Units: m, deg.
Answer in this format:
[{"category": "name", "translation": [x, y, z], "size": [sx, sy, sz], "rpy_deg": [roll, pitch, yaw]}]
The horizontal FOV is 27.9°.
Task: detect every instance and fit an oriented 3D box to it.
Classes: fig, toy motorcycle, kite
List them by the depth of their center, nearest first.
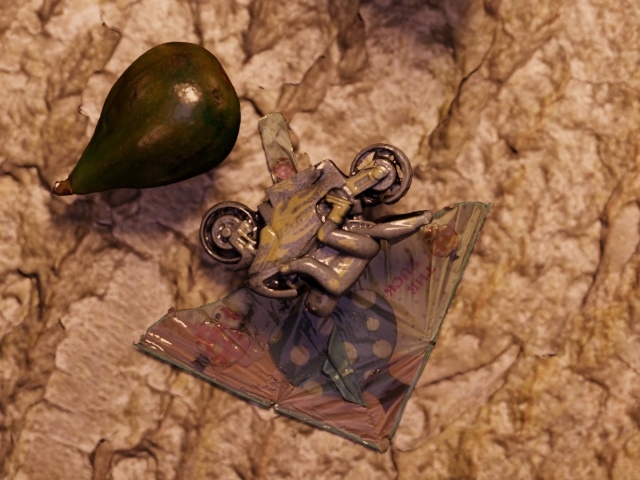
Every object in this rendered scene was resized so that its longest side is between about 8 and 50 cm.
[{"category": "fig", "translation": [-0.144, -0.084, 1.068], "size": [0.177, 0.117, 0.117], "rpy_deg": [-41, 95, 19]}, {"category": "toy motorcycle", "translation": [0.000, 0.000, 1.084], "size": [0.193, 0.061, 0.124], "rpy_deg": [-21, 88, 7]}, {"category": "kite", "translation": [-0.003, 0.042, 1.124], "size": [0.335, 0.011, 0.314], "rpy_deg": [-20, 95, 0]}]
